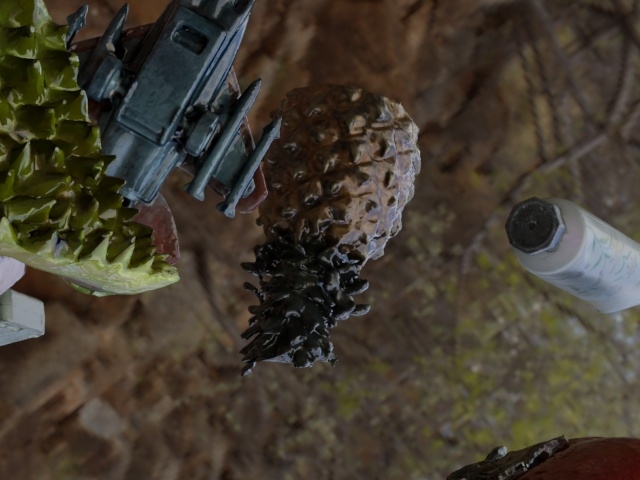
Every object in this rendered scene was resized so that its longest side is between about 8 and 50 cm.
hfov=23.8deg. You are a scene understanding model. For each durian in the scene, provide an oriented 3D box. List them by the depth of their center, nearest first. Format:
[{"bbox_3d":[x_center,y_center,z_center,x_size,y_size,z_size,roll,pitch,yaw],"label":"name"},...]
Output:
[{"bbox_3d":[-0.214,-0.077,0.704,0.157,0.169,0.355,-32,-144,-20],"label":"durian"}]

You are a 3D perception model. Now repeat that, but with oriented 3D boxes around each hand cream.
[{"bbox_3d":[0.156,0.015,0.852,0.067,0.042,0.194,-26,154,23],"label":"hand cream"}]

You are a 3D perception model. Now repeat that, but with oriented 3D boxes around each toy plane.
[{"bbox_3d":[-0.105,-0.151,1.209,0.326,0.223,0.104,-60,-177,8],"label":"toy plane"}]

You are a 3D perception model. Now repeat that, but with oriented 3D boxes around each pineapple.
[{"bbox_3d":[0.000,0.000,1.405,0.158,0.158,0.278,-22,-129,61],"label":"pineapple"}]

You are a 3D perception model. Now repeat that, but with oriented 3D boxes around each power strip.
[{"bbox_3d":[-0.501,0.123,1.995,0.288,0.053,0.093,-14,160,22],"label":"power strip"}]

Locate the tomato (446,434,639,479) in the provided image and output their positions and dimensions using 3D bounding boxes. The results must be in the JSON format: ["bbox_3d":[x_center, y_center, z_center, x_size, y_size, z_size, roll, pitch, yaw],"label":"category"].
[{"bbox_3d":[0.157,0.290,1.061,0.325,0.289,0.293,-22,-179,-40],"label":"tomato"}]

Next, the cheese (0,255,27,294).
[{"bbox_3d":[-0.310,-0.002,1.249,0.177,0.203,0.128,-94,-155,-48],"label":"cheese"}]
